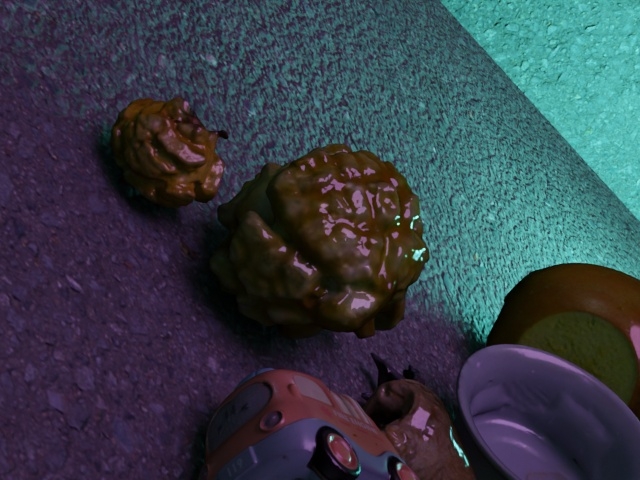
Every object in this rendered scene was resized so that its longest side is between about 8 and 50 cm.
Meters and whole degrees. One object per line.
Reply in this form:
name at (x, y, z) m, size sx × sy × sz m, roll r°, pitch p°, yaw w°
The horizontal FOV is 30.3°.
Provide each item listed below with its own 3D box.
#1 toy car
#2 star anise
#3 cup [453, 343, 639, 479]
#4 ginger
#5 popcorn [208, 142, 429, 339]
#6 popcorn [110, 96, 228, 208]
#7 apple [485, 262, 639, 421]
toy car at (-0.023, 0.257, 1.399) m, size 0.270 × 0.180 × 0.212 m, roll 30°, pitch 26°, yaw -42°
star anise at (0.128, 0.255, 1.764) m, size 0.180 × 0.061 × 0.204 m, roll 49°, pitch 28°, yaw -13°
cup at (0.335, 0.340, 1.837) m, size 0.347 × 0.163 × 0.347 m, roll 18°, pitch 34°, yaw -13°
ginger at (0.141, 0.319, 1.580) m, size 0.275 × 0.130 × 0.221 m, roll 56°, pitch 12°, yaw -44°
popcorn at (0.006, -0.002, 1.631) m, size 0.274 × 0.279 × 0.335 m, roll 42°, pitch 36°, yaw 15°
popcorn at (-0.201, -0.115, 1.565) m, size 0.167 × 0.152 × 0.148 m, roll 53°, pitch -5°, yaw -5°
apple at (0.458, 0.222, 2.111) m, size 0.384 × 0.374 × 0.374 m, roll -45°, pitch 103°, yaw -23°
